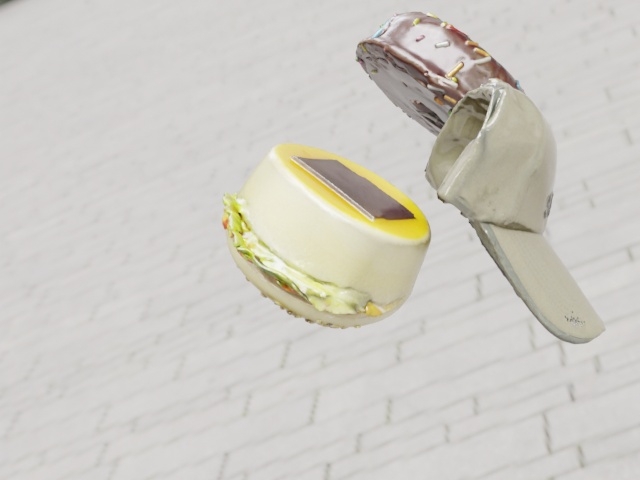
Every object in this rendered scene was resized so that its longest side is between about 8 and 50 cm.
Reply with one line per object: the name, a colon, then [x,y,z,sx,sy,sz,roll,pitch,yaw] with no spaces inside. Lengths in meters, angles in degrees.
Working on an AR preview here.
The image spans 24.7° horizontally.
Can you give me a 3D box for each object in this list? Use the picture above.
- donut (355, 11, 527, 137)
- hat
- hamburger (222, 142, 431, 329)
donut: [0.151,-0.178,1.701,0.089,0.235,0.235,-52,21,-5]
hat: [0.137,-0.018,0.938,0.085,0.175,0.147,-39,11,5]
hamburger: [0.000,0.000,0.889,0.081,0.126,0.141,-61,-9,18]
